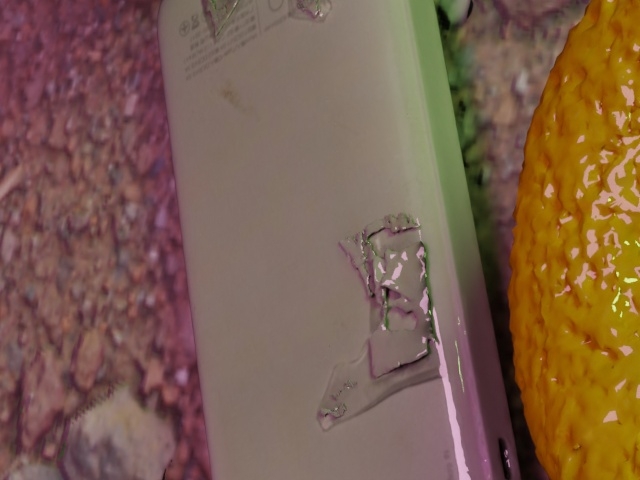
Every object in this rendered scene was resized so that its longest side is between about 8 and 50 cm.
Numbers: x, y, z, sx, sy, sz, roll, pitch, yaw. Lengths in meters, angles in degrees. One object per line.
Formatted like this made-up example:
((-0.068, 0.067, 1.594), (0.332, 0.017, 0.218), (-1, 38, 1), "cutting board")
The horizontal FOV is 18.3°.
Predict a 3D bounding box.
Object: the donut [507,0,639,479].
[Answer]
((0.170, -0.008, 0.546), (0.303, 0.110, 0.303), (-24, 59, 47), "donut")

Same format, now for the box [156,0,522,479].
((0.000, 0.000, 0.773), (0.142, 0.044, 0.285), (-26, 63, 38), "box")
